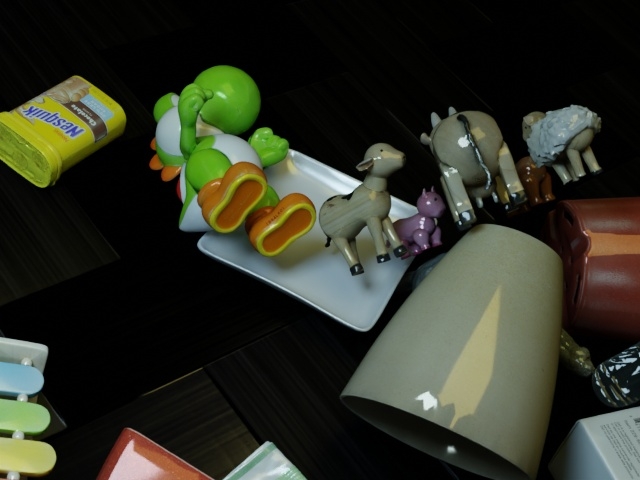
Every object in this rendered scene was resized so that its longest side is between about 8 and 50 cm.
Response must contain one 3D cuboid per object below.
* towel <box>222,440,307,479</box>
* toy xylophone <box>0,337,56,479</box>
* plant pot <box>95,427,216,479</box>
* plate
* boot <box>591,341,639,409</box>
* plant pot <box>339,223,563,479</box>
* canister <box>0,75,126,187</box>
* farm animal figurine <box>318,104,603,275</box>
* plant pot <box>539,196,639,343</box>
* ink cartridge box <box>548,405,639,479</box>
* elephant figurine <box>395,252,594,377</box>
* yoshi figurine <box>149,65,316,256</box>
[{"bbox_3d":[-0.053,0.324,1.274,0.113,0.023,0.152,-38,65,-19],"label":"towel"},{"bbox_3d":[-0.407,0.250,1.185,0.236,0.081,0.323,4,49,-24],"label":"toy xylophone"},{"bbox_3d":[-0.152,0.389,1.063,0.267,0.267,0.236,30,60,8],"label":"plant pot"},{"bbox_3d":[0.000,0.000,1.589,0.277,0.045,0.278,25,46,12],"label":"plate"},{"bbox_3d":[0.499,0.163,1.470,0.207,0.246,0.094,18,45,-63],"label":"boot"},{"bbox_3d":[0.194,0.127,1.342,0.256,0.256,0.274,24,74,2],"label":"plant pot"},{"bbox_3d":[-0.387,-0.166,1.588,0.126,0.073,0.170,35,45,12],"label":"canister"},{"bbox_3d":[0.168,-0.095,1.435,0.330,0.327,0.172,-20,84,-15],"label":"farm animal figurine"},{"bbox_3d":[0.482,0.045,1.610,0.265,0.272,0.272,2,49,-8],"label":"plant pot"},{"bbox_3d":[0.483,0.324,1.403,0.289,0.121,0.211,-7,49,-23],"label":"ink cartridge box"},{"bbox_3d":[0.242,0.119,1.521,0.169,0.186,0.239,-32,91,-2],"label":"elephant figurine"},{"bbox_3d":[-0.130,-0.146,1.551,0.203,0.204,0.362,-13,37,-22],"label":"yoshi figurine"}]
